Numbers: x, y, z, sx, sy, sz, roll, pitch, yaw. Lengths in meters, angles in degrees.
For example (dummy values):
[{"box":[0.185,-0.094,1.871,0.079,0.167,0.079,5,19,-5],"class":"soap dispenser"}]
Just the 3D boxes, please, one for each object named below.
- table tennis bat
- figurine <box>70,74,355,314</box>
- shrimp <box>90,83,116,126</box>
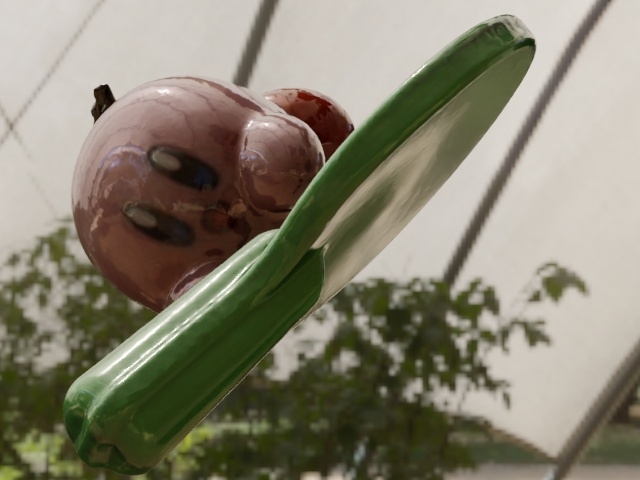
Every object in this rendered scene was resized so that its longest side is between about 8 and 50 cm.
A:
[{"box":[0.000,0.000,0.545,0.257,0.039,0.160,-42,-12,-38],"class":"table tennis bat"},{"box":[-0.116,-0.039,1.300,0.211,0.270,0.261,26,6,2],"class":"figurine"},{"box":[-0.171,-0.090,1.416,0.035,0.195,0.148,14,39,29],"class":"shrimp"}]
